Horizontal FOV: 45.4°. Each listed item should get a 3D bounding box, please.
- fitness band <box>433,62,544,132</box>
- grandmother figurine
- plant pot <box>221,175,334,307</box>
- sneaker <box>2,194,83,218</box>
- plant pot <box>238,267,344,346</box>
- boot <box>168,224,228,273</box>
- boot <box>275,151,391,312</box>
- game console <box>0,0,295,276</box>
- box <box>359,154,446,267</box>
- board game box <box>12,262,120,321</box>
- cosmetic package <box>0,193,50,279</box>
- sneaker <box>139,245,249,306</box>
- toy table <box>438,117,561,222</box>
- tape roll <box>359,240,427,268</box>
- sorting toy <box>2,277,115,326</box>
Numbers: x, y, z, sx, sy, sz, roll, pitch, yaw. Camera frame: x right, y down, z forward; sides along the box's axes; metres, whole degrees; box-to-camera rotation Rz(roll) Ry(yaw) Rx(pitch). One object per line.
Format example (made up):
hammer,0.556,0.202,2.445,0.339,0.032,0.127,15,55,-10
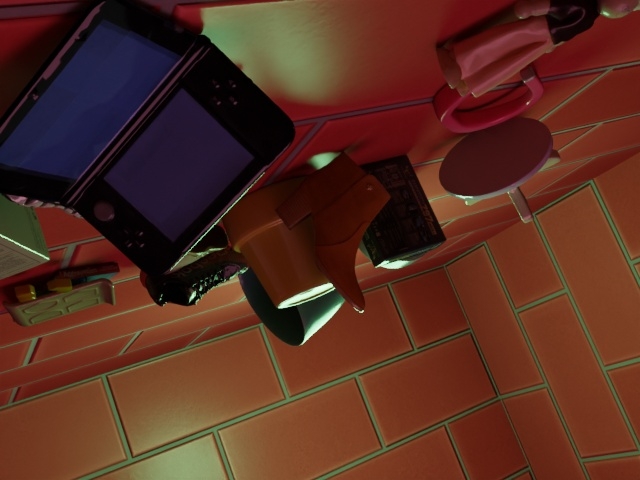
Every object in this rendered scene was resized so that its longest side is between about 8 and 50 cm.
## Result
fitness band,0.341,-0.287,1.544,0.209,0.054,0.291,-26,167,21
grandmother figurine,0.366,-0.341,1.227,0.342,0.104,0.208,-23,178,23
plant pot,-0.067,0.014,1.729,0.254,0.239,0.254,-20,168,-4
sneaker,-0.352,-0.086,1.130,0.106,0.078,0.234,-23,167,22
plant pot,-0.052,0.111,2.138,0.235,0.293,0.293,-32,175,-27
boot,-0.326,0.021,1.705,0.165,0.077,0.213,-24,169,26
boot,0.068,-0.021,1.590,0.211,0.295,0.104,-37,180,-2
game console,-0.218,-0.102,0.910,0.293,0.250,0.173,-44,-172,19
box,0.164,-0.071,1.770,0.183,0.233,0.059,-17,166,-27
board game box,-0.599,0.122,1.788,0.145,0.027,0.281,-10,164,-47
cosmetic package,-0.513,-0.020,1.055,0.160,0.113,0.309,-21,168,-5
sneaker,-0.293,0.093,1.855,0.276,0.135,0.098,-13,130,-13
toy table,0.441,-0.175,1.862,0.274,0.252,0.161,-15,156,24
tape roll,0.192,-0.040,2.004,0.219,0.219,0.072,-16,169,-27
sorting toy,-0.571,0.120,1.679,0.229,0.041,0.307,-13,166,-17
